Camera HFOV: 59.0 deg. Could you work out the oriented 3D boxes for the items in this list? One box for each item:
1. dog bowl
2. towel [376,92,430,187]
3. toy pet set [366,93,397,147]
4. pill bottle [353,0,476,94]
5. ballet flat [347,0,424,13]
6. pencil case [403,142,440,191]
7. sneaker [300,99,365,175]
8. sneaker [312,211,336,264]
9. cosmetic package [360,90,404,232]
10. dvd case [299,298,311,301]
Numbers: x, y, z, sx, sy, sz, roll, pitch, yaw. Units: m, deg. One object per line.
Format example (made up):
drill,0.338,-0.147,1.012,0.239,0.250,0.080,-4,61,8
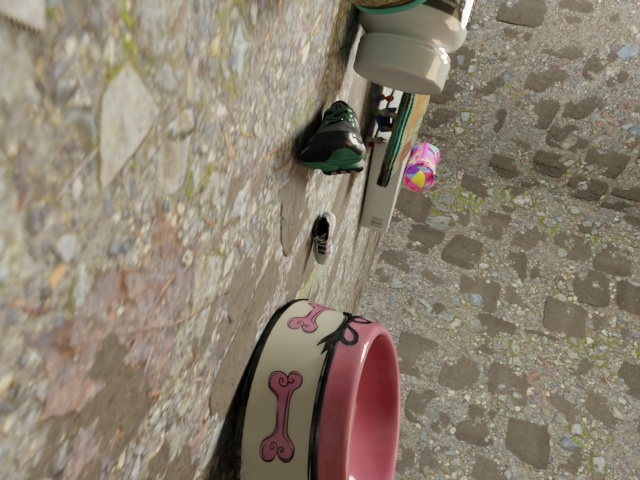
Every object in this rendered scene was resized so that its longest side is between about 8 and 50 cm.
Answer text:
dog bowl,0.022,0.299,0.900,0.408,0.151,0.407,0,90,-71
towel,0.223,-0.326,1.271,0.271,0.040,0.370,-53,162,-49
toy pet set,0.143,-0.294,1.350,0.114,0.065,0.122,-14,125,-39
pill bottle,0.148,-0.369,0.814,0.161,0.162,0.283,-14,120,-80
ballet flat,0.111,-0.431,0.566,0.482,0.164,0.182,-66,149,-32
pencil case,0.316,-0.232,1.751,0.236,0.105,0.104,-63,166,-62
sneaker,0.016,-0.145,0.753,0.224,0.083,0.098,-6,91,-86
sneaker,0.000,0.000,0.993,0.069,0.038,0.098,-38,134,-73
cosmetic package,0.218,-0.249,1.710,0.377,0.098,0.284,95,16,-54
dvd case,-0.040,0.247,0.996,0.238,0.030,0.179,-63,145,-50
